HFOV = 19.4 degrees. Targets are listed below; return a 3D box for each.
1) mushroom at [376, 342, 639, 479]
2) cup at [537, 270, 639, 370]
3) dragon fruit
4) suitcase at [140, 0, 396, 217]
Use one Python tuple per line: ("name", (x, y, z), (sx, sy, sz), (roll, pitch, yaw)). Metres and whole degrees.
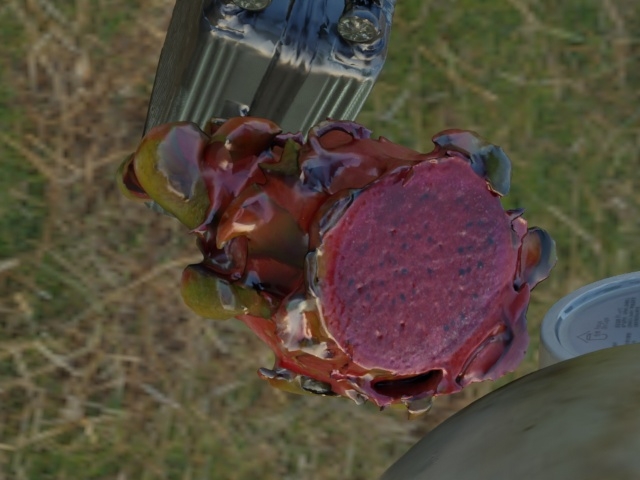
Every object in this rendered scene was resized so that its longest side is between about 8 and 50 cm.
("mushroom", (0.128, 0.182, 0.575), (0.297, 0.297, 0.290), (-12, 113, -43))
("cup", (0.202, 0.151, 0.980), (0.185, 0.241, 0.226), (-10, 110, -8))
("dragon fruit", (0.000, 0.000, 0.854), (0.150, 0.208, 0.133), (79, 35, -68))
("suitcase", (-0.031, -0.142, 1.261), (0.128, 0.312, 0.202), (15, 61, -10))
